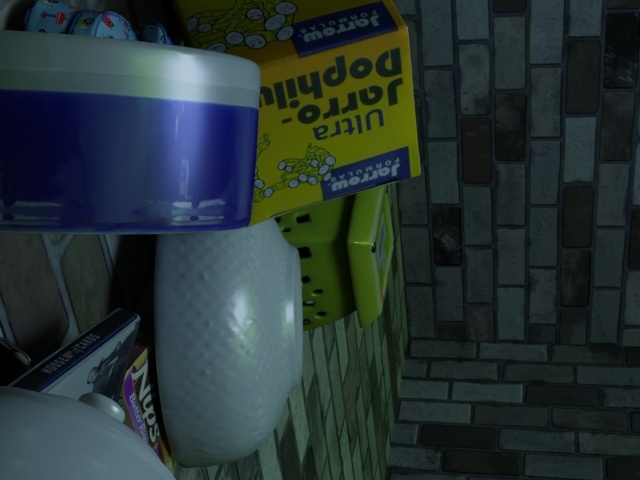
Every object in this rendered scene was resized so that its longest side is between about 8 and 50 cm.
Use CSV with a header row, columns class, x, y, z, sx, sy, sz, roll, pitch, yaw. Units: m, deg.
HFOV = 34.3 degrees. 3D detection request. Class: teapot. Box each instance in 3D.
class,x,y,z,sx,sy,sz,roll,pitch,yaw
teapot,-0.183,0.176,0.652,0.256,0.253,0.187,76,29,-50

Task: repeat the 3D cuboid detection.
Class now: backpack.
class,x,y,z,sx,sy,sz,roll,pitch,yaw
backpack,-0.192,-0.131,0.915,0.173,0.117,0.158,60,32,-62

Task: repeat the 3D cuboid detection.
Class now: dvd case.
class,x,y,z,sx,sy,sz,roll,pitch,yaw
dvd case,-0.223,0.171,0.859,0.239,0.030,0.179,-44,153,-73

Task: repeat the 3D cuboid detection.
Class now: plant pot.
class,x,y,z,sx,sy,sz,roll,pitch,yaw
plant pot,0.000,0.000,1.612,0.228,0.207,0.227,-76,163,-44

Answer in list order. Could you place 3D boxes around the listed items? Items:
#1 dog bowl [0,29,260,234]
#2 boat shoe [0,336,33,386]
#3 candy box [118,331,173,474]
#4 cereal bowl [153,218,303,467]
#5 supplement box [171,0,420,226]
class,x,y,z,sx,sy,sz,roll,pitch,yaw
dog bowl,-0.171,-0.065,0.649,0.265,0.265,0.104,-19,112,-77
boat shoe,-0.249,0.107,0.808,0.152,0.049,0.056,60,32,-69
candy box,-0.197,0.199,1.061,0.109,0.053,0.186,-56,146,-70
cereal bowl,-0.094,0.092,1.203,0.339,0.141,0.338,-1,90,-88
supplement box,-0.046,-0.220,1.103,0.195,0.194,0.356,78,-8,-47
